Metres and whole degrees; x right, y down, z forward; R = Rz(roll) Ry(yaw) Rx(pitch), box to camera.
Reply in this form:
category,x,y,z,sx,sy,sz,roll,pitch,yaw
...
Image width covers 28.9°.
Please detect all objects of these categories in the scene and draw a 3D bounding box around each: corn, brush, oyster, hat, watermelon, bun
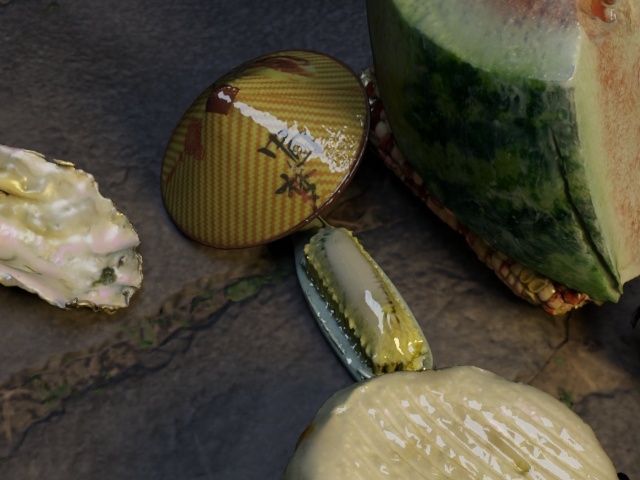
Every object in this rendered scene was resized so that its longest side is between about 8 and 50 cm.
category,x,y,z,sx,sy,sz,roll,pitch,yaw
corn,0.122,-0.045,0.988,0.092,0.092,0.280,-29,63,-18
brush,0.000,0.000,0.968,0.068,0.060,0.297,-26,58,-14
oyster,-0.236,-0.006,0.978,0.209,0.072,0.133,24,49,-7
hat,-0.062,-0.094,0.982,0.193,0.082,0.193,-13,55,20
watermelon,0.159,-0.121,0.908,0.232,0.193,0.310,-35,51,9
bun,0.075,0.197,0.777,0.239,0.141,0.239,5,46,-5

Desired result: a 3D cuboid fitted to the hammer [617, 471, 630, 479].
category,x,y,z,sx,sy,sz,roll,pitch,yaw
hammer,0.357,0.161,0.764,0.427,0.044,0.152,-22,51,16

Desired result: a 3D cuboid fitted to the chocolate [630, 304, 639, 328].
category,x,y,z,sx,sy,sz,roll,pitch,yaw
chocolate,0.352,0.068,0.889,0.248,0.110,0.110,-4,54,4
